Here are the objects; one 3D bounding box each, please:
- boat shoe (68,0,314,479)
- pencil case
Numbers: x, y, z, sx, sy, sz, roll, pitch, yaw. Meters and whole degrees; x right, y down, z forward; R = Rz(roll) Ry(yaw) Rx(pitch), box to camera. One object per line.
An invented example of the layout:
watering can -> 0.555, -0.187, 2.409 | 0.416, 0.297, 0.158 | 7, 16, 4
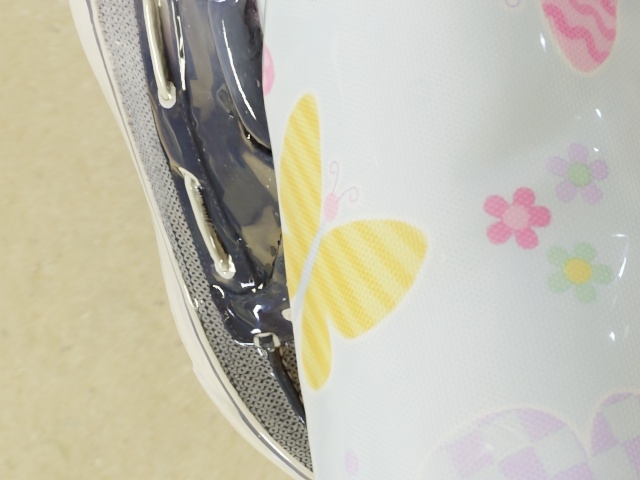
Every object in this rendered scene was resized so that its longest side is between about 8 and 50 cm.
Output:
boat shoe -> 0.000, 0.000, 0.840 | 0.127, 0.158, 0.340 | -35, 118, -18
pencil case -> 0.054, 0.001, 0.470 | 0.124, 0.113, 0.273 | -2, 72, -23
